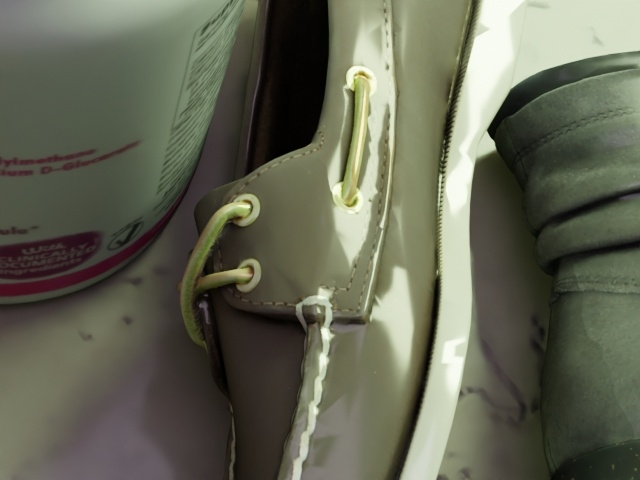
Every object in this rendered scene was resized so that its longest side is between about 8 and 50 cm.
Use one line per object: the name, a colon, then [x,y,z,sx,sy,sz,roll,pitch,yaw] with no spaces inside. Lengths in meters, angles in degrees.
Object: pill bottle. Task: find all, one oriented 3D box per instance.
pill bottle: [-0.101,-0.100,0.587,0.160,0.283,0.160,4,66,-10]

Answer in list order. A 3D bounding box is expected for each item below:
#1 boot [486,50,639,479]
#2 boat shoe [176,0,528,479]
boot: [0.239,0.026,0.702,0.338,0.118,0.223,7,60,-13]
boat shoe: [0.000,0.000,0.650,0.097,0.116,0.324,22,58,-14]
